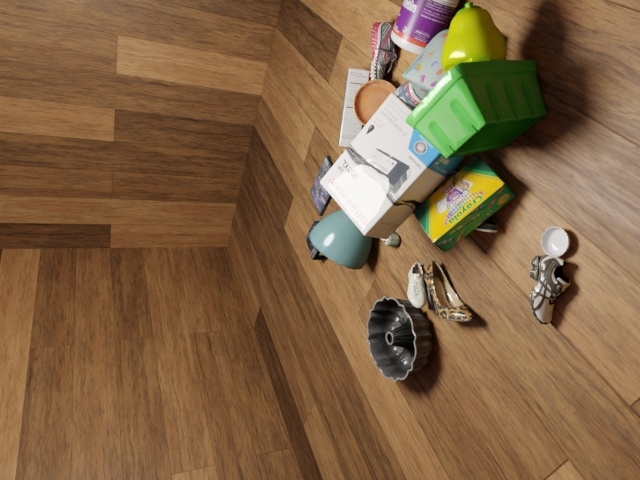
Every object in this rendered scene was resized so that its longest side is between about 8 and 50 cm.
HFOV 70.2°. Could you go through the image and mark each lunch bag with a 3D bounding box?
[{"bbox_3d":[0.445,-0.584,1.518,0.262,0.160,0.223,-47,39,7],"label":"lunch bag"}]

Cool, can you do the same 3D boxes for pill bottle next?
[{"bbox_3d":[0.341,-0.557,1.780,0.180,0.108,0.107,-17,75,63],"label":"pill bottle"},{"bbox_3d":[0.388,-0.839,1.608,0.181,0.182,0.323,63,142,42],"label":"pill bottle"}]

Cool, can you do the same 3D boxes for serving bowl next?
[{"bbox_3d":[0.654,0.004,1.257,0.083,0.027,0.083,-3,87,63],"label":"serving bowl"}]

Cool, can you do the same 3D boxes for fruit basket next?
[{"bbox_3d":[0.434,-0.459,1.315,0.283,0.392,0.392,-45,51,54],"label":"fruit basket"}]

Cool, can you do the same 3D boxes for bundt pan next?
[{"bbox_3d":[0.322,0.383,1.804,0.331,0.124,0.330,-2,87,64],"label":"bundt pan"}]

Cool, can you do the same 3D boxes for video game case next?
[{"bbox_3d":[0.021,-0.298,2.501,0.274,0.026,0.196,-63,38,44],"label":"video game case"}]

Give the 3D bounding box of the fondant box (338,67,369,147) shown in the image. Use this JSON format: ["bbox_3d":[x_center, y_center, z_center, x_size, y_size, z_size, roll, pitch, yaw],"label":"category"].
[{"bbox_3d":[0.147,-0.593,2.075,0.238,0.096,0.330,-87,6,-76],"label":"fondant box"}]

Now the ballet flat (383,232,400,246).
[{"bbox_3d":[0.266,-0.041,1.973,0.213,0.068,0.072,50,134,52],"label":"ballet flat"}]

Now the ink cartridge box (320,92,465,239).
[{"bbox_3d":[0.231,-0.238,1.539,0.395,0.166,0.285,-49,60,22],"label":"ink cartridge box"}]

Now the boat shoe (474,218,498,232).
[{"bbox_3d":[0.497,-0.090,1.505,0.233,0.084,0.079,-131,47,-56],"label":"boat shoe"}]

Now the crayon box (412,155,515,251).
[{"bbox_3d":[0.451,-0.116,1.458,0.278,0.081,0.165,-43,40,20],"label":"crayon box"}]

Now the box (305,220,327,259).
[{"bbox_3d":[0.000,0.000,2.468,0.156,0.093,0.158,-60,39,45],"label":"box"}]

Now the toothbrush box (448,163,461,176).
[{"bbox_3d":[0.332,-0.310,1.657,0.296,0.126,0.216,-17,73,35],"label":"toothbrush box"}]

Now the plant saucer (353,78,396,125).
[{"bbox_3d":[0.238,-0.575,1.926,0.037,0.200,0.199,-60,-22,-74],"label":"plant saucer"}]

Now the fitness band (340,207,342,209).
[{"bbox_3d":[0.152,-0.228,2.221,0.209,0.054,0.290,112,147,-41],"label":"fitness band"}]

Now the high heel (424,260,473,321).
[{"bbox_3d":[0.444,0.175,1.590,0.261,0.093,0.186,-162,67,-71],"label":"high heel"}]

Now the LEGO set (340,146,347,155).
[{"bbox_3d":[0.210,-0.276,1.876,0.192,0.255,0.331,101,170,-74],"label":"LEGO set"}]

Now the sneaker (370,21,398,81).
[{"bbox_3d":[0.271,-0.760,1.926,0.121,0.112,0.299,-54,-33,-62],"label":"sneaker"}]

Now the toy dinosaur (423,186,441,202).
[{"bbox_3d":[0.416,-0.125,1.683,0.118,0.064,0.268,100,157,-50],"label":"toy dinosaur"}]

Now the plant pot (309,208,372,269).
[{"bbox_3d":[0.122,-0.035,2.058,0.195,0.290,0.290,-58,38,21],"label":"plant pot"}]

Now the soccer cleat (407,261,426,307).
[{"bbox_3d":[0.364,0.168,1.727,0.196,0.068,0.076,-85,-1,-47],"label":"soccer cleat"}]

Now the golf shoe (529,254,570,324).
[{"bbox_3d":[0.632,0.139,1.250,0.094,0.077,0.198,2,102,51],"label":"golf shoe"}]
